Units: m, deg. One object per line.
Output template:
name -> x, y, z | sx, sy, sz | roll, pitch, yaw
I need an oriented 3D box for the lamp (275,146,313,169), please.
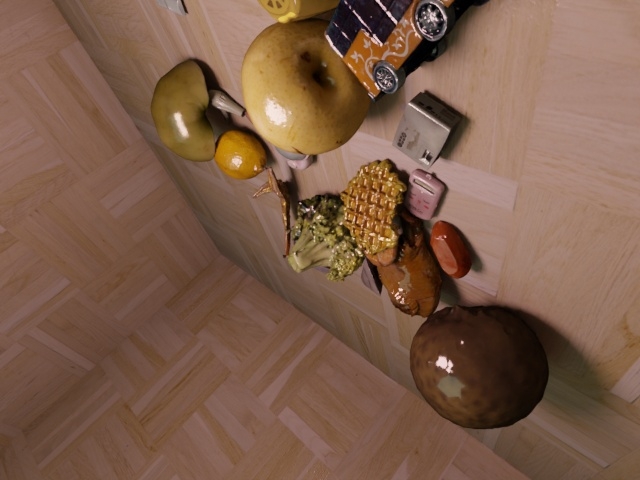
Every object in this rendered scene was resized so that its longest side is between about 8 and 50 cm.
lamp -> -0.096, -0.325, 1.315 | 0.180, 0.108, 0.246 | 39, 158, 27

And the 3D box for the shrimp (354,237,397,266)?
shrimp -> 0.162, -0.025, 1.307 | 0.289, 0.075, 0.178 | 48, 143, 36

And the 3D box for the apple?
apple -> -0.519, -0.497, 1.578 | 0.312, 0.320, 0.360 | 36, 175, -37

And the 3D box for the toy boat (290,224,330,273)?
toy boat -> -0.024, 0.009, 1.812 | 0.276, 0.111, 0.293 | 31, 143, 25

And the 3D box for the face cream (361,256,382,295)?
face cream -> 0.199, 0.136, 1.507 | 0.314, 0.089, 0.143 | 50, -159, -82

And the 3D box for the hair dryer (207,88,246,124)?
hair dryer -> -0.345, -0.488, 1.552 | 0.167, 0.067, 0.199 | 29, 165, 22

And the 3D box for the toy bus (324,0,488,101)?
toy bus -> 0.151, -0.406, 0.662 | 0.194, 0.162, 0.323 | 49, 160, -2

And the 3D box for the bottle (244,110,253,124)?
bottle -> -0.206, -0.413, 1.422 | 0.140, 0.053, 0.053 | 49, 158, -8

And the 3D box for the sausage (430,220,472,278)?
sausage -> 0.372, 0.029, 1.146 | 0.179, 0.089, 0.089 | 59, 156, -9

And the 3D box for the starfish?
starfish -> -0.186, -0.143, 1.675 | 0.398, 0.132, 0.383 | -144, 42, -65

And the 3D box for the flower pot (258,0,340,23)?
flower pot -> -0.031, -0.518, 0.757 | 0.195, 0.179, 0.195 | 39, 158, 20

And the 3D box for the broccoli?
broccoli -> -0.001, 0.008, 1.488 | 0.294, 0.281, 0.347 | 10, 126, 52

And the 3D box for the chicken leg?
chicken leg -> 0.265, 0.058, 1.320 | 0.295, 0.182, 0.409 | 44, 156, 49

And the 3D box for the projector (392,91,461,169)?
projector -> 0.240, -0.248, 0.913 | 0.115, 0.061, 0.147 | 41, 158, 13

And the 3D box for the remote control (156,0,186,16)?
remote control -> -0.500, -0.785, 1.313 | 0.162, 0.029, 0.061 | 33, 154, 28

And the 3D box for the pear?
pear -> -0.035, -0.347, 0.926 | 0.309, 0.309, 0.309 | 37, 157, 19

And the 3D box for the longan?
longan -> 0.465, 0.364, 1.205 | 0.391, 0.391, 0.391 | 37, 157, 19

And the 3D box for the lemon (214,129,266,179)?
lemon -> -0.317, -0.336, 1.580 | 0.257, 0.188, 0.188 | 28, 154, 22

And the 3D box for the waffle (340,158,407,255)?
waffle -> 0.158, -0.092, 1.175 | 0.291, 0.051, 0.290 | 14, 108, 50

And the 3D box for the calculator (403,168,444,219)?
calculator -> 0.282, -0.124, 1.099 | 0.100, 0.032, 0.175 | 37, 156, 21
